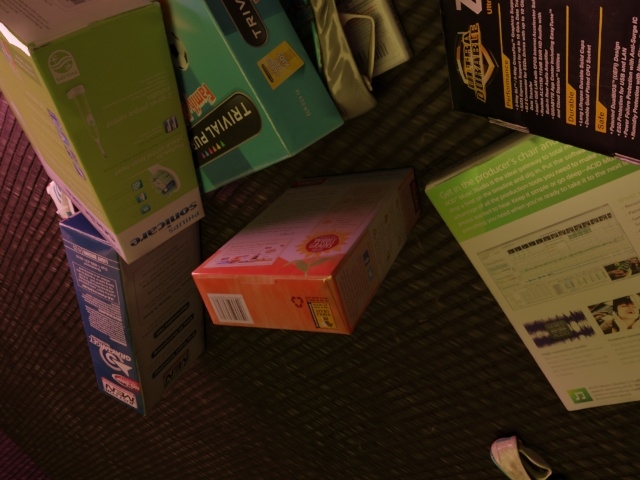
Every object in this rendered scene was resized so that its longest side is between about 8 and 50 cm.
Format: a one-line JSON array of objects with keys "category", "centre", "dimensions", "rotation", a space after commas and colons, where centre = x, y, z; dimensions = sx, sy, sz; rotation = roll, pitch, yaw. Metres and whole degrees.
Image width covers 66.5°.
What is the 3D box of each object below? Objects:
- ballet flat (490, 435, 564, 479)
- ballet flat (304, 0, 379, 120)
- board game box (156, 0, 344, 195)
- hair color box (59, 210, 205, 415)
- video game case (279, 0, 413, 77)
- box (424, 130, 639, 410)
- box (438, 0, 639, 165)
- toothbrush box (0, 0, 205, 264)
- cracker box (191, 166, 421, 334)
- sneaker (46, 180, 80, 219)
[{"category": "ballet flat", "centre": [0.310, 0.340, 0.678], "dimensions": [0.168, 0.057, 0.052], "rotation": [44, 121, -2]}, {"category": "ballet flat", "centre": [0.013, -0.222, 0.462], "dimensions": [0.068, 0.072, 0.213], "rotation": [-13, 116, 6]}, {"category": "board game box", "centre": [-0.151, -0.224, 0.512], "dimensions": [0.253, 0.079, 0.336], "rotation": [-8, 116, 57]}, {"category": "hair color box", "centre": [-0.279, 0.091, 0.776], "dimensions": [0.105, 0.174, 0.347], "rotation": [19, 126, 17]}, {"category": "video game case", "centre": [-0.032, -0.242, 0.525], "dimensions": [0.212, 0.023, 0.193], "rotation": [-16, 110, 36]}, {"category": "box", "centre": [0.288, 0.020, 0.488], "dimensions": [0.232, 0.058, 0.322], "rotation": [-27, 105, 38]}, {"category": "box", "centre": [0.167, -0.207, 0.273], "dimensions": [0.257, 0.079, 0.322], "rotation": [44, 158, 54]}, {"category": "toothbrush box", "centre": [-0.253, -0.144, 0.538], "dimensions": [0.206, 0.122, 0.283], "rotation": [39, 148, 25]}, {"category": "cracker box", "centre": [0.000, 0.000, 0.521], "dimensions": [0.155, 0.232, 0.067], "rotation": [-2, 119, 31]}, {"category": "sneaker", "centre": [-0.433, -0.097, 0.821], "dimensions": [0.075, 0.057, 0.161], "rotation": [17, 129, 13]}]
